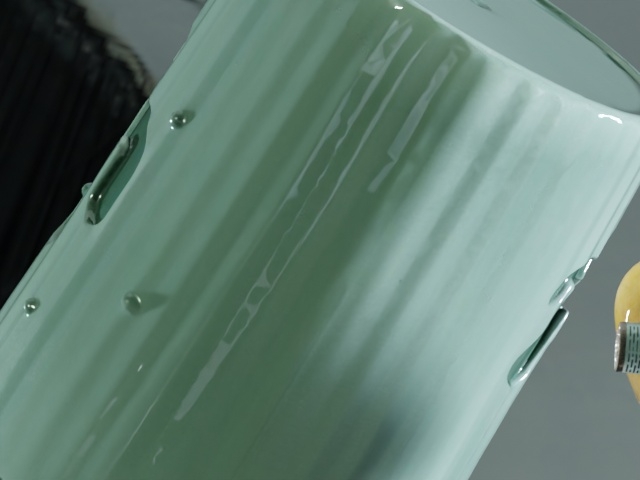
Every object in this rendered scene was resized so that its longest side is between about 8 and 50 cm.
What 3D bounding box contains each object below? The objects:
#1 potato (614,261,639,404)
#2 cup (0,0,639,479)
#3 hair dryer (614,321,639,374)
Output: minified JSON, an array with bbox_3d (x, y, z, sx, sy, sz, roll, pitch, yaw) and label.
[{"bbox_3d":[0.398,0.127,1.776,0.150,0.146,0.234,-26,93,33],"label":"potato"},{"bbox_3d":[-0.019,-0.005,1.033,0.310,0.401,0.392,18,113,-34],"label":"cup"},{"bbox_3d":[0.312,0.020,1.256,0.155,0.183,0.044,7,-174,4],"label":"hair dryer"}]
